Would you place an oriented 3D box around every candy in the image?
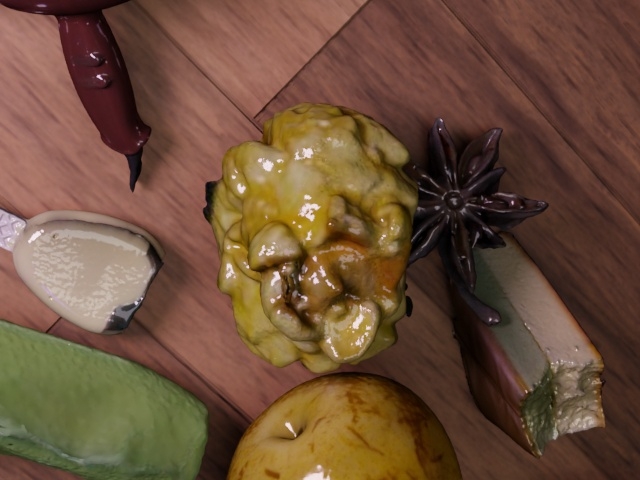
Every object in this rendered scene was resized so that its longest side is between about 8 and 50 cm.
[{"bbox_3d":[-0.285,0.180,1.381,0.344,0.132,0.142,24,53,-22],"label":"candy"}]

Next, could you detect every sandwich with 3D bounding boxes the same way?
[{"bbox_3d":[0.236,0.118,1.480,0.108,0.186,0.220,-20,107,-13],"label":"sandwich"}]

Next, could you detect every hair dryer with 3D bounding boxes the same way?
[{"bbox_3d":[-0.278,-0.186,1.309,0.313,0.123,0.340,-8,126,9],"label":"hair dryer"}]

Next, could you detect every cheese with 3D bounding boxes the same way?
[{"bbox_3d":[-0.296,0.004,1.369,0.252,0.054,0.127,28,94,-19],"label":"cheese"}]

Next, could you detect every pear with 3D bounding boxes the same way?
[{"bbox_3d":[0.030,0.288,1.416,0.281,0.281,0.280,-4,103,-15],"label":"pear"}]

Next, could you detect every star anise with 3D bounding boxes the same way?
[{"bbox_3d":[0.150,-0.024,1.460,0.209,0.089,0.231,7,84,3],"label":"star anise"}]

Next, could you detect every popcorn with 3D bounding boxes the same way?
[{"bbox_3d":[0.000,0.000,1.351,0.215,0.252,0.286,-5,101,-28],"label":"popcorn"}]
